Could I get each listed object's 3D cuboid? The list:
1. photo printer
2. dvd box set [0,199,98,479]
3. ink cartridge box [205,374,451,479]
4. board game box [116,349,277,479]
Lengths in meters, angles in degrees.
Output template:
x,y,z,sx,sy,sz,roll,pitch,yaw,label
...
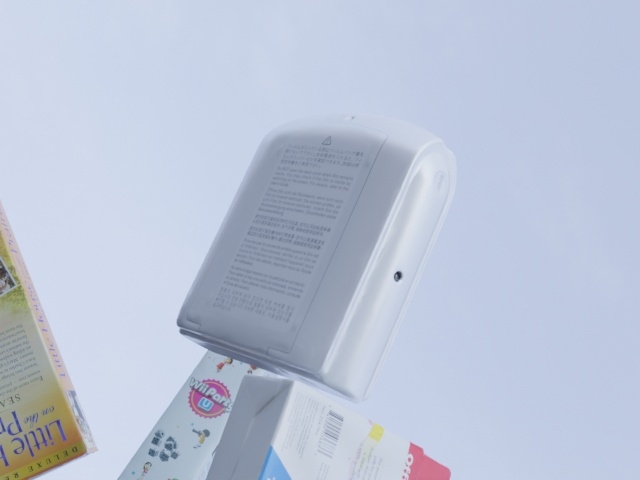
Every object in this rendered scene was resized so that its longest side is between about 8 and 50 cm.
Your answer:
x,y,z,sx,sy,sz,roll,pitch,yaw,label
0.000,0.000,1.040,0.256,0.107,0.308,11,-109,42,photo printer
-0.509,0.143,1.233,0.062,0.307,0.420,74,-9,-81,dvd box set
0.011,0.230,0.875,0.231,0.134,0.078,35,-26,-34,ink cartridge box
-0.171,0.295,1.400,0.097,0.303,0.224,27,-32,12,board game box
